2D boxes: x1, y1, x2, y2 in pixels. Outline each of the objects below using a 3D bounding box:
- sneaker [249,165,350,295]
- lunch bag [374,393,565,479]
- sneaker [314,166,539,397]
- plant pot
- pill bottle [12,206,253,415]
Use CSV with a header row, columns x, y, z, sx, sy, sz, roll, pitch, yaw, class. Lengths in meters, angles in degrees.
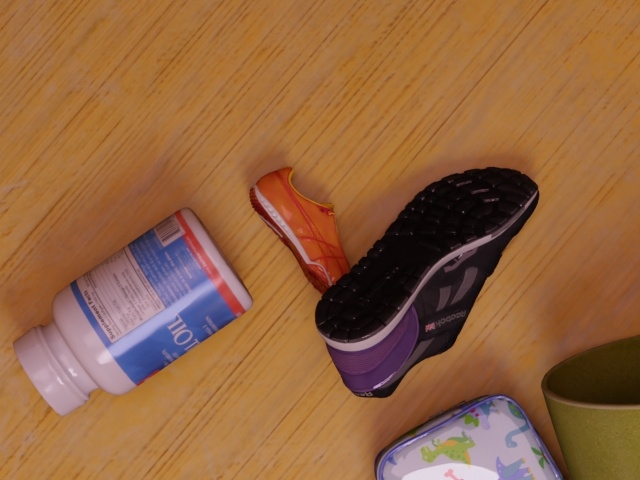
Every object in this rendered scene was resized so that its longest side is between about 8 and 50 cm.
x,y,z,sx,sy,sz,roll,pitch,yaw,class
0.000,0.000,1.711,0.067,0.064,0.175,-35,89,-12,sneaker
0.160,0.272,1.673,0.176,0.090,0.219,-29,86,-2,lunch bag
0.113,0.042,1.699,0.283,0.124,0.107,-40,45,-21,sneaker
0.369,0.255,1.604,0.274,0.275,0.294,-11,98,0,plant pot
-0.188,0.076,1.676,0.221,0.124,0.124,-34,86,-1,pill bottle
